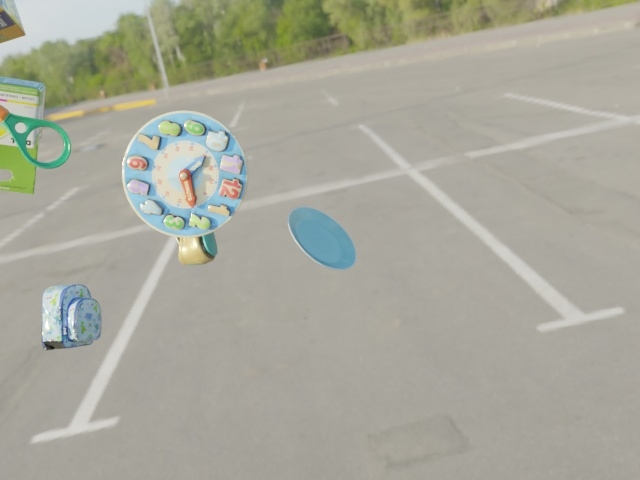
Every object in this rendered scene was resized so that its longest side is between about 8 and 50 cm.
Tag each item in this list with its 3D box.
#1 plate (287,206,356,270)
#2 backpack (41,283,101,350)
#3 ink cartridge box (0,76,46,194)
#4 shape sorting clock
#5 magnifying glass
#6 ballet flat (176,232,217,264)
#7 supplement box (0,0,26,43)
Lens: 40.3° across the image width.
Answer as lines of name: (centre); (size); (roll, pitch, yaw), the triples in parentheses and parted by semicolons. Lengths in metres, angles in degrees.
plate: (0.000, 0.000, 1.984); (0.024, 0.188, 0.188); (-48, -9, 33)
backpack: (-0.450, 0.137, 1.584); (0.084, 0.114, 0.105); (-7, -5, 18)
ink cartridge box: (-0.704, -0.221, 1.880); (0.188, 0.255, 0.097); (7, 17, -12)
shape sorting clock: (-0.220, -0.107, 1.414); (0.206, 0.206, 0.040); (-13, 8, -1)
magnifying glass: (-0.594, -0.226, 1.705); (0.092, 0.231, 0.026); (-57, 19, -10)
ballet flat: (-0.235, -0.065, 1.553); (0.073, 0.232, 0.080); (-18, -26, 21)
supplement box: (-0.837, -0.490, 1.820); (0.356, 0.194, 0.195); (-19, -1, -5)
